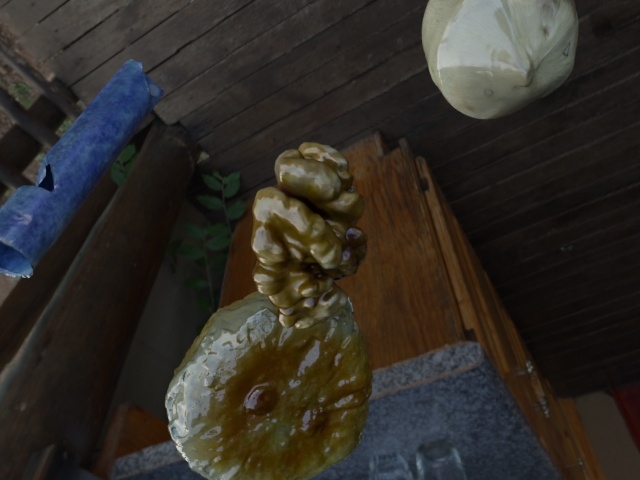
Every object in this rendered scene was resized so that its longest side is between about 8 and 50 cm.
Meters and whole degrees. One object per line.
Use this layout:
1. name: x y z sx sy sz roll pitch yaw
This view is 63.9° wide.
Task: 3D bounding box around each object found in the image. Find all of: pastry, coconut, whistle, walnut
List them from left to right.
1. whistle: -0.259 -0.095 0.565 0.062 0.304 0.062 10 141 8
2. pastry: -0.071 0.217 0.754 0.330 0.136 0.329 -6 105 -24
3. walnut: 0.000 0.000 0.432 0.069 0.142 0.170 13 152 21
4. coconut: 0.246 -0.272 0.703 0.224 0.224 0.224 0 131 0
